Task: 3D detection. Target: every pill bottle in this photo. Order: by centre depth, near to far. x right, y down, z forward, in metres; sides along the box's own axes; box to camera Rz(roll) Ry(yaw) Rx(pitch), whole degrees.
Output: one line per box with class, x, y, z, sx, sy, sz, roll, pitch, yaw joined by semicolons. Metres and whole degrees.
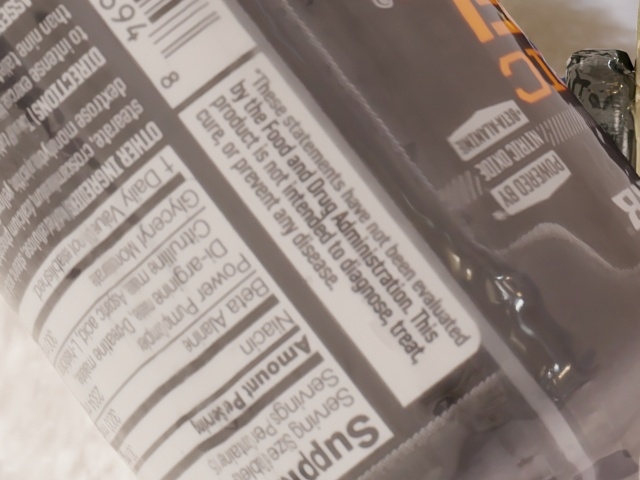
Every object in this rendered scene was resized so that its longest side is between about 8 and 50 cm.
pill bottle;0.000;0.000;0.371;0.130;0.245;0.130;-37;174;-5

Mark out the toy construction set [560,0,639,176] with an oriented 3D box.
toy construction set;0.113;-0.017;0.552;0.215;0.151;0.327;-69;141;-59
